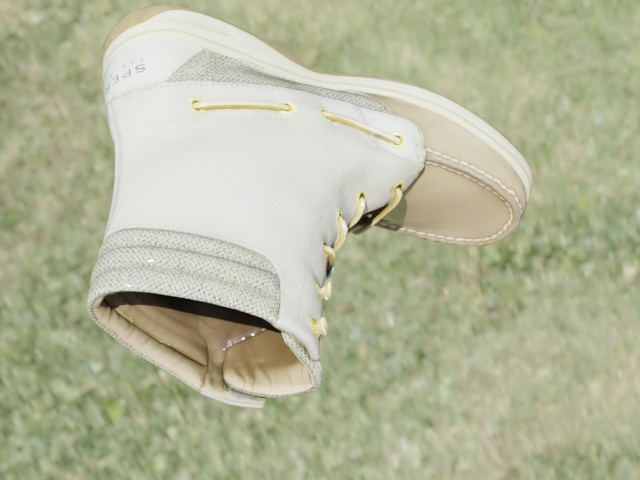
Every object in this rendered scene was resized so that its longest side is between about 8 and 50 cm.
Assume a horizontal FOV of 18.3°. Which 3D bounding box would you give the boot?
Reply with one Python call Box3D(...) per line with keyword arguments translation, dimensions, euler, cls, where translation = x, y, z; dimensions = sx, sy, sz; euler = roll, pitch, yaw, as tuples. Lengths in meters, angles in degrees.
Box3D(translation=(0.000, 0.000, 0.859), dimensions=(0.213, 0.077, 0.165), euler=(20, 46, -22), cls="boot")
